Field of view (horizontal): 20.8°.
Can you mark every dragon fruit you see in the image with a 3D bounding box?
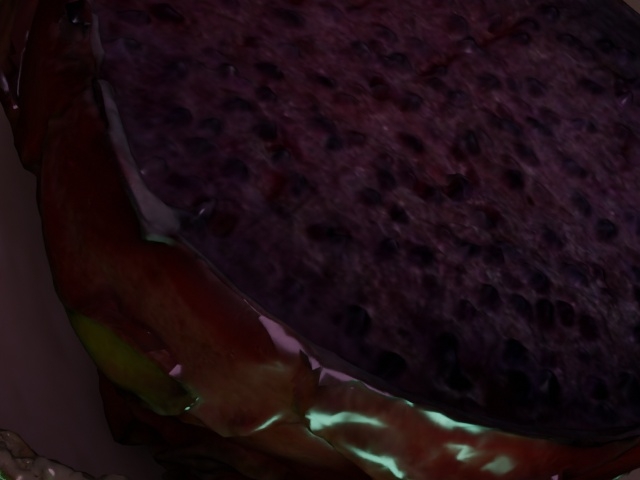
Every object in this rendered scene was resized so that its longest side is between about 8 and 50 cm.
[{"bbox_3d":[0.001,0.003,0.505,0.224,0.148,0.218,36,43,3],"label":"dragon fruit"}]

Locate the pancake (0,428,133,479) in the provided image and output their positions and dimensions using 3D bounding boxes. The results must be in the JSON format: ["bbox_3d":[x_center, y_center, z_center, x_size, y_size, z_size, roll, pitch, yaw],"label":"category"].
[{"bbox_3d":[-0.019,0.114,0.434,0.266,0.245,0.057,55,37,-29],"label":"pancake"}]
